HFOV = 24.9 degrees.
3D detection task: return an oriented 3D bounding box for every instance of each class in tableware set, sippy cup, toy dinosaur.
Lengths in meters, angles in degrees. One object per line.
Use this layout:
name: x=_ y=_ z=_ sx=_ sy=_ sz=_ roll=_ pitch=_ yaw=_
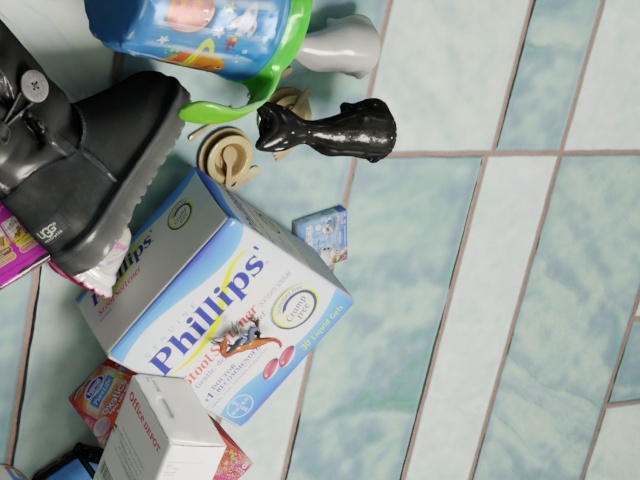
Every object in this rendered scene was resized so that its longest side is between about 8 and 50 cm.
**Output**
tableware set: x=-0.087 y=-0.146 z=2.090 sx=0.194 sy=0.039 sz=0.128 roll=-36 pitch=130 yaw=-15
sippy cup: x=-0.165 y=-0.314 z=1.800 sx=0.224 sy=0.305 sz=0.240 roll=-2 pitch=131 yaw=-39
toy dinosaur: x=-0.104 y=0.138 z=1.988 sx=0.082 sy=0.090 sz=0.047 roll=-58 pitch=168 yaw=-49

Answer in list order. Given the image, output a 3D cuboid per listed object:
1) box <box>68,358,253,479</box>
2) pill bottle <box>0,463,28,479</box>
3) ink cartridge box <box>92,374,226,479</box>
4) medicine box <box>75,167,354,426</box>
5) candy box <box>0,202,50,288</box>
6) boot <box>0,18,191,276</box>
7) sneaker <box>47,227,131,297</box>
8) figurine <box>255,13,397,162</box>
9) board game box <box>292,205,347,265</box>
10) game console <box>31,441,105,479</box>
box: x=-0.235 y=0.285 z=2.157 sx=0.122 sy=0.128 sz=0.257 roll=-46 pitch=131 yaw=-4
pill bottle: x=-0.426 y=0.420 z=2.032 sx=0.124 sy=0.221 sz=0.124 roll=-16 pitch=123 yaw=-28
ink cartridge box: x=-0.227 y=0.316 z=1.982 sx=0.093 sy=0.160 sz=0.219 roll=8 pitch=118 yaw=-33
medicine box: x=-0.148 y=0.086 z=2.075 sx=0.263 sy=0.149 sz=0.289 roll=-48 pitch=133 yaw=8
candy box: x=-0.447 y=-0.043 z=1.781 sx=0.159 sy=0.071 sz=0.233 roll=-33 pitch=93 yaw=-20
boot: x=-0.380 y=-0.222 z=1.752 sx=0.146 sy=0.367 sz=0.445 roll=-33 pitch=115 yaw=32
sneaker: x=-0.355 y=-0.026 z=1.931 sx=0.252 sy=0.103 sz=0.111 roll=37 pitch=78 yaw=-41
figurine: x=-0.012 y=-0.217 z=2.028 sx=0.209 sy=0.092 sz=0.214 roll=0 pitch=73 yaw=-31
board game box: x=0.000 y=0.000 z=2.245 sx=0.090 sy=0.020 sz=0.090 roll=-18 pitch=124 yaw=-26
game console: x=-0.338 y=0.380 z=2.170 sx=0.085 sy=0.124 sz=0.144 roll=-57 pitch=139 yaw=-33
